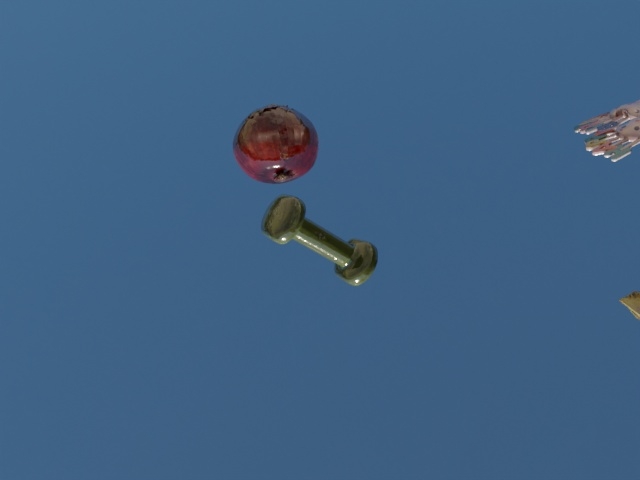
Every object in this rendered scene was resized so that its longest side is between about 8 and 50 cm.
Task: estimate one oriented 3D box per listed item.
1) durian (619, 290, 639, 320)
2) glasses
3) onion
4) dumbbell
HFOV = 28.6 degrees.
[{"bbox_3d":[0.373,0.066,1.240,0.140,0.224,0.078,37,-77,48],"label":"durian"},{"bbox_3d":[0.424,-0.131,1.675,0.162,0.095,0.255,-4,-165,9],"label":"glasses"},{"bbox_3d":[-0.065,-0.140,1.850,0.131,0.131,0.131,-8,-128,10],"label":"onion"},{"bbox_3d":[0.000,0.000,1.176,0.052,0.118,0.046,23,-96,56],"label":"dumbbell"}]
